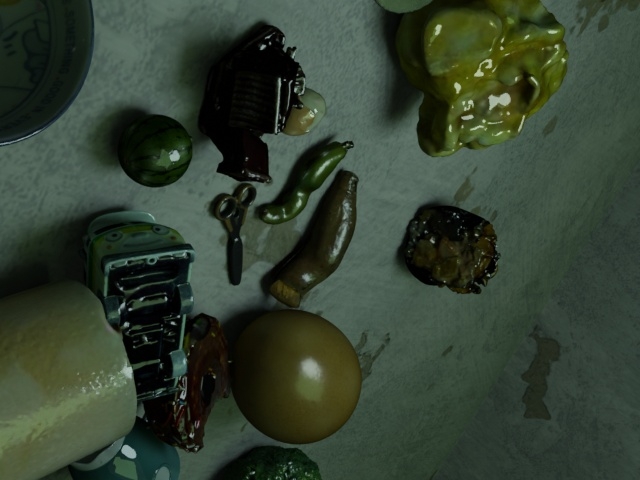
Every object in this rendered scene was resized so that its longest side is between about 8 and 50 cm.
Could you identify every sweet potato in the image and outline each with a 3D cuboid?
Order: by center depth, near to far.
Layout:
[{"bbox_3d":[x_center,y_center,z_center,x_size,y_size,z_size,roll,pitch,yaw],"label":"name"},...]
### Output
[{"bbox_3d":[0.005,0.003,1.446,0.112,0.085,0.285,21,104,-53],"label":"sweet potato"}]

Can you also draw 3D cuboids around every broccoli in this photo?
[{"bbox_3d":[-0.109,0.606,1.746,0.270,0.270,0.270,-17,150,-10],"label":"broccoli"}]

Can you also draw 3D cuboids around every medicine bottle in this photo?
[{"bbox_3d":[-0.455,0.215,0.911,0.406,0.236,0.235,-20,136,-39],"label":"medicine bottle"}]

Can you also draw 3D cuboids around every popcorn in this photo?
[{"bbox_3d":[0.272,-0.334,1.336,0.292,0.293,0.334,-19,117,13],"label":"popcorn"}]

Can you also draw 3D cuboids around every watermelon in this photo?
[{"bbox_3d":[-0.216,-0.121,1.019,0.109,0.109,0.109,-33,144,-29],"label":"watermelon"}]

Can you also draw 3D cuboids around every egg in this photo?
[{"bbox_3d":[-0.033,-0.203,1.205,0.083,0.071,0.071,-55,149,11],"label":"egg"},{"bbox_3d":[-0.049,0.260,1.471,0.250,0.250,0.322,-45,151,-11],"label":"egg"}]

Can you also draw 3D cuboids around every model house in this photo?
[{"bbox_3d":[-0.085,-0.178,1.075,0.141,0.164,0.203,-16,135,-38],"label":"model house"}]

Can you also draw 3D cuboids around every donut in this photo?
[{"bbox_3d":[-0.230,0.235,1.290,0.230,0.096,0.216,-71,157,-47],"label":"donut"}]

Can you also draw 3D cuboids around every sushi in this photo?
[{"bbox_3d":[0.314,0.034,1.774,0.204,0.200,0.213,0,120,-57],"label":"sushi"}]

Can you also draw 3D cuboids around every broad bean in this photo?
[{"bbox_3d":[-0.023,-0.105,1.335,0.213,0.048,0.070,-45,149,-6],"label":"broad bean"}]

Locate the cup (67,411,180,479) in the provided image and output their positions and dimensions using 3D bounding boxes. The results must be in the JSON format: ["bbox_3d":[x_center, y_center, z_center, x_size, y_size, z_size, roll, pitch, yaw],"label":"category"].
[{"bbox_3d":[-0.349,0.363,1.283,0.299,0.167,0.173,-65,146,-32],"label":"cup"}]

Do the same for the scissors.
[{"bbox_3d":[-0.147,-0.001,1.310,0.088,0.017,0.220,-33,144,-34],"label":"scissors"}]

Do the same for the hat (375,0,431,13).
[{"bbox_3d":[0.108,-0.464,1.067,0.257,0.130,0.257,-33,143,-29],"label":"hat"}]

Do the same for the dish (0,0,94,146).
[{"bbox_3d":[-0.365,-0.215,0.709,0.273,0.134,0.273,4,84,-51],"label":"dish"}]

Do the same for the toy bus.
[{"bbox_3d":[-0.274,0.093,1.097,0.134,0.164,0.276,-9,129,-30],"label":"toy bus"}]
